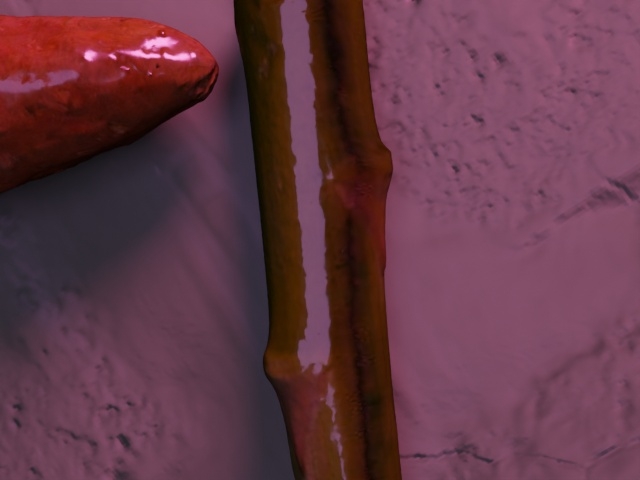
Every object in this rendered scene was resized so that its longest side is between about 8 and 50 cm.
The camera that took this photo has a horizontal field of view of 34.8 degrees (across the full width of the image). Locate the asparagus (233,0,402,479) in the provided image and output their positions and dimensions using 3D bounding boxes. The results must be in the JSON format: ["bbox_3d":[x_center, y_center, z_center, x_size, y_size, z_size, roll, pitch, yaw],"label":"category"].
[{"bbox_3d":[0.000,0.000,0.485,0.067,0.060,0.277,-4,95,-8],"label":"asparagus"}]

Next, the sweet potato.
[{"bbox_3d":[-0.170,-0.064,0.499,0.252,0.097,0.097,-10,93,7],"label":"sweet potato"}]
